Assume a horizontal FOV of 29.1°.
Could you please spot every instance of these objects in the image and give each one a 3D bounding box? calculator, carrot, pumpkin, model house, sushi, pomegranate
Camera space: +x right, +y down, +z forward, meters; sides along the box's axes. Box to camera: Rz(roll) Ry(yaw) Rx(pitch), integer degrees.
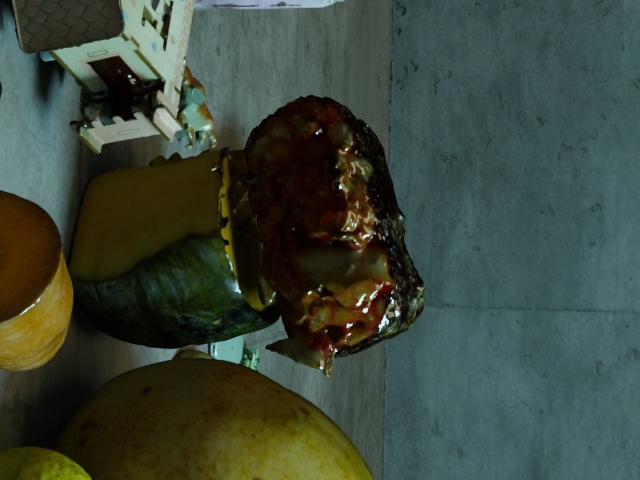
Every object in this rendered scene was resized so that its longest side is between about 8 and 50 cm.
[{"bbox_3d":[-0.156,0.173,2.087,0.153,0.021,0.095,-10,101,-72],"label":"calculator"},{"bbox_3d":[-0.321,0.065,1.230,0.225,0.159,0.159,93,5,-61],"label":"carrot"},{"bbox_3d":[-0.170,0.010,1.599,0.303,0.225,0.256,7,77,-72],"label":"pumpkin"},{"bbox_3d":[-0.258,-0.297,1.395,0.244,0.169,0.326,52,39,-57],"label":"model house"},{"bbox_3d":[0.000,0.000,1.524,0.182,0.196,0.343,11,63,-58],"label":"sushi"},{"bbox_3d":[-0.129,0.341,1.464,0.416,0.417,0.416,1,90,-76],"label":"pomegranate"}]

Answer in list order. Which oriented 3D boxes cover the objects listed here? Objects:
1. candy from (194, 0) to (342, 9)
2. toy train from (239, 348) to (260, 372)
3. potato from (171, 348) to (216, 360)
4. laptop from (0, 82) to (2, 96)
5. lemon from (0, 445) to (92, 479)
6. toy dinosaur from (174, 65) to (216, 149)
[{"bbox_3d":[-0.095,-0.415,1.784,0.116,0.265,0.155,-68,155,-64],"label":"candy"},{"bbox_3d":[-0.129,0.227,2.174,0.053,0.033,0.083,56,37,-61],"label":"toy train"},{"bbox_3d":[-0.187,0.216,1.885,0.103,0.066,0.096,2,86,-74],"label":"potato"},{"bbox_3d":[-0.370,-0.155,1.218,0.197,0.016,0.135,65,28,-60],"label":"laptop"},{"bbox_3d":[-0.292,0.304,1.237,0.180,0.180,0.193,-15,95,-75],"label":"lemon"},{"bbox_3d":[-0.191,-0.222,1.852,0.142,0.057,0.212,-86,173,-62],"label":"toy dinosaur"}]
